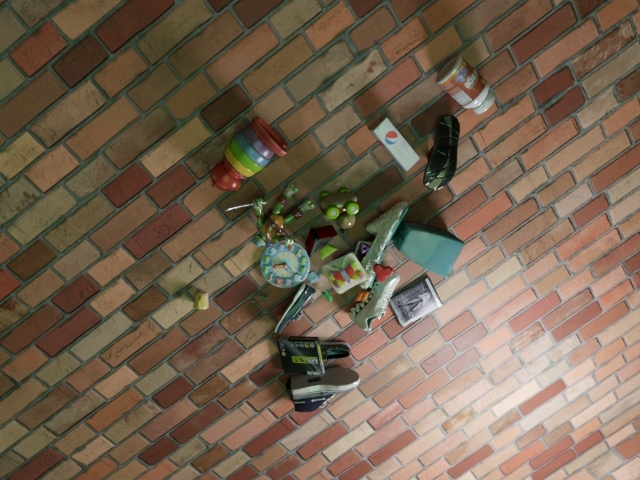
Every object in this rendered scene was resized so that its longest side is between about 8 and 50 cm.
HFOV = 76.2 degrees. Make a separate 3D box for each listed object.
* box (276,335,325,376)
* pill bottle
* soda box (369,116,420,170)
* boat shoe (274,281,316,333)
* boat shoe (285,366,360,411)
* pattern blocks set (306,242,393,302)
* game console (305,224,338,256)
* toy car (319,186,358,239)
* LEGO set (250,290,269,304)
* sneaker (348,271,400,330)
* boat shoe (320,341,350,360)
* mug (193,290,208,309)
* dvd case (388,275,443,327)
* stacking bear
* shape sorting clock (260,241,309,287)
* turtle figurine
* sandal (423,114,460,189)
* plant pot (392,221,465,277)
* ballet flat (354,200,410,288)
[{"bbox_3d":[-0.086,0.513,1.814,0.190,0.045,0.184,-2,108,19],"label":"box"},{"bbox_3d":[0.554,-0.583,1.546,0.216,0.121,0.121,33,100,-18],"label":"pill bottle"},{"bbox_3d":[0.290,-0.378,1.600,0.074,0.069,0.216,-43,109,6],"label":"soda box"},{"bbox_3d":[-0.110,0.300,1.754,0.079,0.095,0.255,31,92,-6],"label":"boat shoe"},{"bbox_3d":[0.017,0.699,1.899,0.339,0.127,0.158,-6,116,1],"label":"boat shoe"},{"bbox_3d":[0.103,0.135,1.679,0.285,0.026,0.325,44,121,-4],"label":"pattern blocks set"},{"bbox_3d":[0.000,0.000,1.640,0.085,0.144,0.124,17,105,-13],"label":"game console"},{"bbox_3d":[0.080,-0.091,1.630,0.148,0.155,0.189,-13,122,-5],"label":"toy car"},{"bbox_3d":[-0.257,0.249,1.747,0.083,0.023,0.054,-44,109,7],"label":"LEGO set"},{"bbox_3d":[0.254,0.266,1.771,0.110,0.118,0.292,26,107,-44],"label":"sneaker"},{"bbox_3d":[0.027,0.511,1.850,0.228,0.076,0.080,-1,108,-8],"label":"boat shoe"},{"bbox_3d":[-0.488,0.247,1.687,0.062,0.078,0.064,3,100,-38],"label":"mug"},{"bbox_3d":[0.432,0.283,1.869,0.221,0.018,0.165,-30,109,2],"label":"dvd case"},{"bbox_3d":[-0.283,-0.295,1.499,0.289,0.175,0.164,-41,112,14],"label":"stacking bear"},{"bbox_3d":[-0.147,0.100,1.699,0.205,0.040,0.207,-1,107,-3],"label":"shape sorting clock"},{"bbox_3d":[-0.159,-0.087,1.541,0.266,0.197,0.275,-47,152,-10],"label":"turtle figurine"},{"bbox_3d":[0.487,-0.347,1.640,0.120,0.086,0.303,14,91,-7],"label":"sandal"},{"bbox_3d":[0.434,0.021,1.709,0.234,0.165,0.166,19,105,-12],"label":"plant pot"},{"bbox_3d":[0.226,0.009,1.692,0.146,0.147,0.409,20,104,-15],"label":"ballet flat"}]
